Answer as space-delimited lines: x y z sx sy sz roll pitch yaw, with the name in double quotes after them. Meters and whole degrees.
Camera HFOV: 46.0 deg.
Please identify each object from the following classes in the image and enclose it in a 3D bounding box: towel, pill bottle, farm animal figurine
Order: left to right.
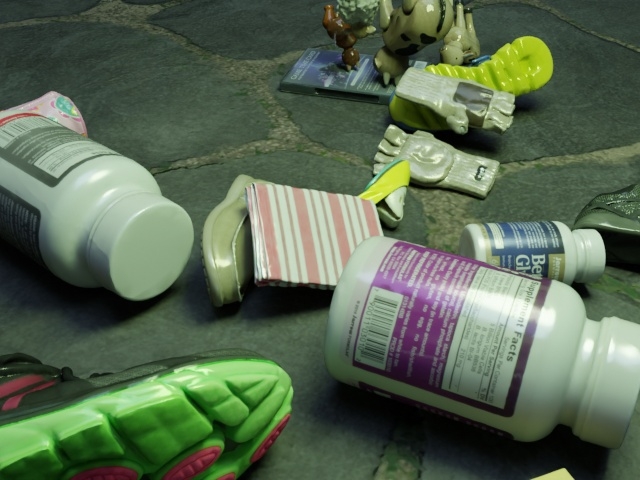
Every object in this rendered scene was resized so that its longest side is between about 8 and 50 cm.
-0.320 -0.045 0.987 0.318 0.176 0.176 27 42 32 "pill bottle"
0.000 0.000 0.974 0.197 0.029 0.144 7 58 -28 "towel"
0.177 -0.392 1.448 0.330 0.172 0.327 -4 -6 -7 "farm animal figurine"
0.170 0.108 0.786 0.301 0.169 0.169 15 38 19 "pill bottle"
0.272 0.022 0.975 0.169 0.094 0.094 -2 35 -4 "pill bottle"

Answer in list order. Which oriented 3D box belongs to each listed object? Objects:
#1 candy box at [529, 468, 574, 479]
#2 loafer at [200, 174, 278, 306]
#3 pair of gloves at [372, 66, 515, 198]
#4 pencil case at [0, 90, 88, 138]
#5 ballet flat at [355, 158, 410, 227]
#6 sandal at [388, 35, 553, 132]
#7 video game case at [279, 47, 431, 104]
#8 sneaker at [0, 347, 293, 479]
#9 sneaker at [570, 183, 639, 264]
0.160 0.277 0.646 0.187 0.053 0.109 -11 37 -18 "candy box"
-0.093 -0.011 1.010 0.092 0.102 0.268 -1 34 8 "loafer"
0.208 -0.181 1.257 0.204 0.042 0.240 15 61 12 "pair of gloves"
-0.512 -0.144 1.176 0.284 0.124 0.124 -26 43 -34 "pencil case"
0.072 -0.039 1.092 0.077 0.077 0.231 43 52 17 "ballet flat"
0.270 -0.275 1.406 0.317 0.126 0.138 -17 1 -13 "sandal"
0.077 -0.337 1.545 0.274 0.026 0.196 9 36 13 "video game case"
-0.261 0.163 0.688 0.483 0.185 0.202 -9 40 -15 "sneaker"
0.472 -0.016 1.041 0.227 0.087 0.130 12 42 24 "sneaker"
